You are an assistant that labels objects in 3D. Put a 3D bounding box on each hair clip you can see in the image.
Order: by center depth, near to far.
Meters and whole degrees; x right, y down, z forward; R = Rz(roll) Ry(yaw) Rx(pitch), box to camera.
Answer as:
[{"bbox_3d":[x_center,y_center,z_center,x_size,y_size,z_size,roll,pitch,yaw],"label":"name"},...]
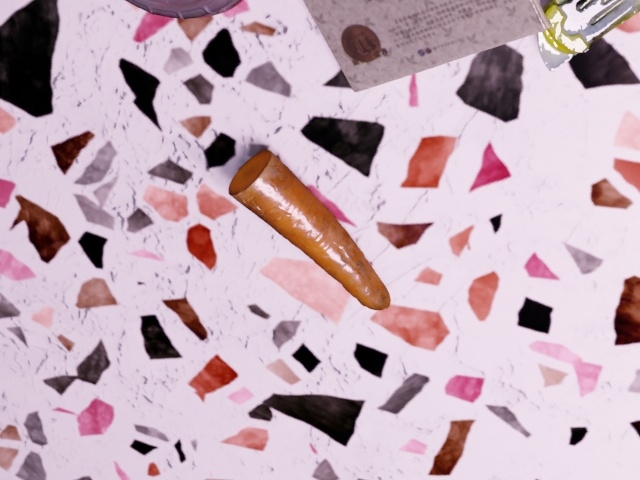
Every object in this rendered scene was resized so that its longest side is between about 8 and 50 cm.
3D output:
[{"bbox_3d":[0.265,-0.222,1.444,0.188,0.033,0.060,-32,106,30],"label":"hair clip"}]

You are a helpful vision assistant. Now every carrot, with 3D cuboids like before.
[{"bbox_3d":[0.000,0.000,1.632,0.061,0.061,0.210,-36,111,28],"label":"carrot"}]

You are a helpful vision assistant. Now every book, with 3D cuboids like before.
[{"bbox_3d":[0.045,-0.289,1.438,0.217,0.021,0.310,-14,117,37],"label":"book"}]

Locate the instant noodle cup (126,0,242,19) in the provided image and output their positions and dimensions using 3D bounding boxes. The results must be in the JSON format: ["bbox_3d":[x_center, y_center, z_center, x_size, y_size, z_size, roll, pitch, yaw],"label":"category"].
[{"bbox_3d":[-0.099,-0.301,1.367,0.302,0.181,0.258,41,133,-5],"label":"instant noodle cup"}]
